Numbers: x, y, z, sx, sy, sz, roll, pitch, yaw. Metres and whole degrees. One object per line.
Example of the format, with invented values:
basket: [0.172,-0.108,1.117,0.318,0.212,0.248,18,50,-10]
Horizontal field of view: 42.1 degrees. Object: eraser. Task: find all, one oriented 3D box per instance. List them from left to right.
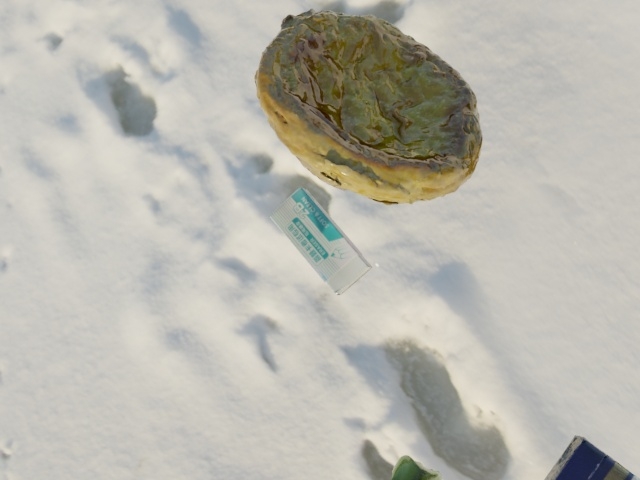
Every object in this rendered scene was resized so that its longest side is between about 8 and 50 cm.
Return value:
eraser: [0.000,0.000,1.738,0.095,0.052,0.225,-42,78,8]

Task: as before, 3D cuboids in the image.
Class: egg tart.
egg tart: [0.063,-0.172,1.140,0.341,0.129,0.341,9,56,-14]

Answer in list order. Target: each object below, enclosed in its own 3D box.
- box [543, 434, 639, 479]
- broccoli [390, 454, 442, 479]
box: [0.391,0.395,1.064,0.259,0.071,0.168,37,80,14]
broccoli: [0.133,0.613,1.463,0.397,0.275,0.353,-28,84,-27]
